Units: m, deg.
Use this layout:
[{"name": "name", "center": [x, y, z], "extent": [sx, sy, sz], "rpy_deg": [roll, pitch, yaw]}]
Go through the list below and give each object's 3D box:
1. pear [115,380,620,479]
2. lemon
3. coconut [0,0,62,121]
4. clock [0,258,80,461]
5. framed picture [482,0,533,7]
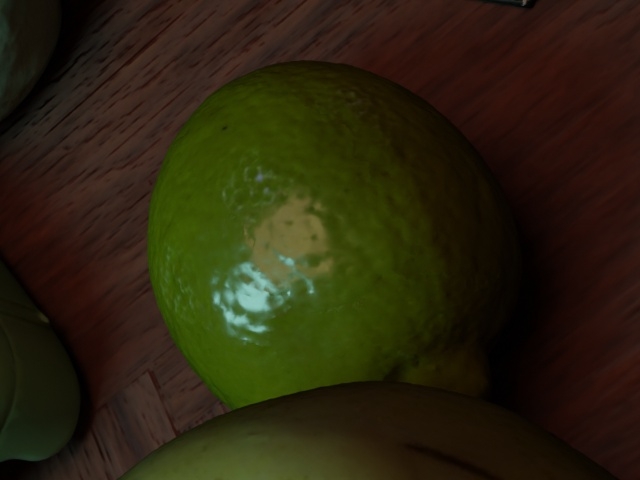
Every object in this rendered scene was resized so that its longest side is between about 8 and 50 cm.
[{"name": "pear", "center": [0.022, 0.205, 0.699], "extent": [0.309, 0.309, 0.309], "rpy_deg": [-12, 67, 30]}, {"name": "lemon", "center": [0.000, 0.000, 0.854], "extent": [0.184, 0.184, 0.248], "rpy_deg": [-45, 55, 13]}, {"name": "coconut", "center": [-0.276, -0.163, 1.086], "extent": [0.224, 0.224, 0.224], "rpy_deg": [-12, 67, 30]}, {"name": "clock", "center": [-0.337, 0.132, 1.072], "extent": [0.348, 0.117, 0.286], "rpy_deg": [-50, 54, 10]}, {"name": "framed picture", "center": [0.083, -0.269, 0.994], "extent": [0.197, 0.014, 0.252], "rpy_deg": [15, 82, 36]}]
